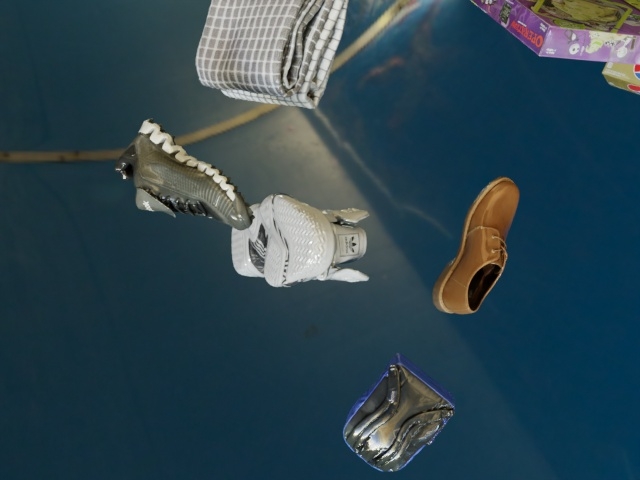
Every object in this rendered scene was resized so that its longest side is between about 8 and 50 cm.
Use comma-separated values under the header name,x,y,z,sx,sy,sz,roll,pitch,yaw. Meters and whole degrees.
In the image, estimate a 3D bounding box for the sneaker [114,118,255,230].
name,x,y,z,sx,sy,sz,roll,pitch,yaw
sneaker,-0.189,-0.066,1.130,0.234,0.078,0.106,38,-105,26

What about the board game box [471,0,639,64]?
name,x,y,z,sx,sy,sz,roll,pitch,yaw
board game box,0.406,-0.311,1.203,0.347,0.056,0.208,0,-149,-23

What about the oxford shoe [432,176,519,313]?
name,x,y,z,sx,sy,sz,roll,pitch,yaw
oxford shoe,0.235,0.010,1.173,0.076,0.212,0.076,30,169,-30

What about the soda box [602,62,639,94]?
name,x,y,z,sx,sy,sz,roll,pitch,yaw
soda box,0.527,-0.242,1.278,0.181,0.058,0.061,27,-175,31

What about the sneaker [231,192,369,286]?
name,x,y,z,sx,sy,sz,roll,pitch,yaw
sneaker,0.000,0.000,1.321,0.210,0.137,0.366,0,179,-21

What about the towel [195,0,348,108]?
name,x,y,z,sx,sy,sz,roll,pitch,yaw
towel,-0.068,-0.357,1.304,0.121,0.284,0.235,17,179,-41

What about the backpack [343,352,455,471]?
name,x,y,z,sx,sy,sz,roll,pitch,yaw
backpack,0.091,0.208,0.997,0.098,0.120,0.101,38,-174,6
